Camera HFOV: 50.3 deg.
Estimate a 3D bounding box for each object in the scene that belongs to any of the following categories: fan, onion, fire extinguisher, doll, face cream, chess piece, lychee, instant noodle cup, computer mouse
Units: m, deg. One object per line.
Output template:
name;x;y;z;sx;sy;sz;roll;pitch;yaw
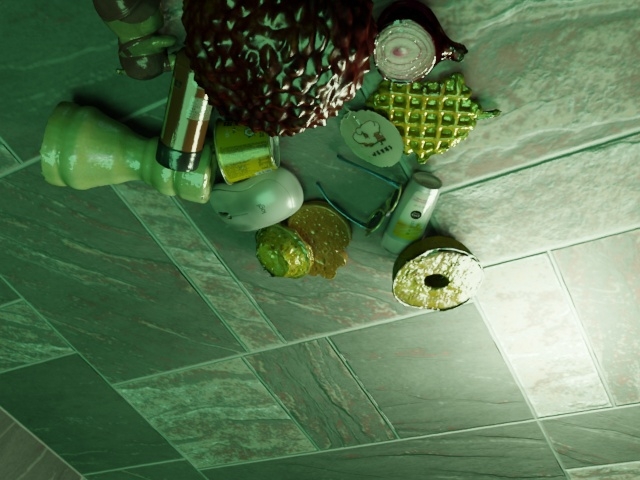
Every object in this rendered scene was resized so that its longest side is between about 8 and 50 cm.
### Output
fan;0.091;-0.316;1.759;0.329;0.009;0.190;46;149;-17
onion;0.228;-0.454;1.555;0.218;0.140;0.195;6;135;8
fire extinguisher;-0.308;-0.369;1.696;0.113;0.200;0.376;21;118;3
doll;-0.439;-0.521;1.647;0.196;0.152;0.256;-5;129;17
face cream;0.258;-0.069;1.922;0.107;0.073;0.269;18;133;-2
chess piece;-0.514;-0.226;1.887;0.441;0.234;0.234;11;132;-2
lychee;-0.086;-0.457;1.439;0.424;0.425;0.500;13;133;3
instant noodle cup;-0.188;-0.248;1.818;0.144;0.182;0.182;-8;128;7
computer mouse;-0.192;-0.109;1.966;0.296;0.121;0.184;-15;126;23

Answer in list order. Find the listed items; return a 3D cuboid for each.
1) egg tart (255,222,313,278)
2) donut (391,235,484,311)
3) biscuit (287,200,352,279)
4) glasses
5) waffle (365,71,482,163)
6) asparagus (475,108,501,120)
egg tart;-0.121;0.039;2.064;0.212;0.090;0.213;21;134;23
donut;0.330;0.090;1.987;0.272;0.107;0.272;-6;131;-6
biscuit;0.000;-0.001;2.059;0.202;0.044;0.289;7;133;15
glasses;0.114;-0.144;1.917;0.220;0.088;0.190;42;130;4
waffle;0.253;-0.324;1.707;0.291;0.051;0.291;10;133;11
asparagus;0.399;-0.315;1.710;0.108;0.021;0.025;-5;128;17
